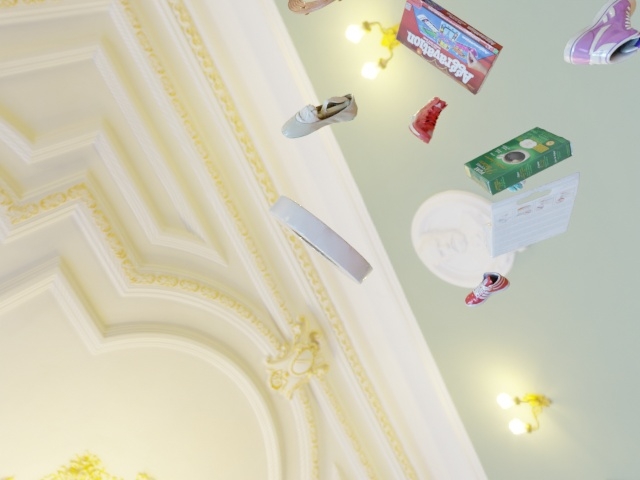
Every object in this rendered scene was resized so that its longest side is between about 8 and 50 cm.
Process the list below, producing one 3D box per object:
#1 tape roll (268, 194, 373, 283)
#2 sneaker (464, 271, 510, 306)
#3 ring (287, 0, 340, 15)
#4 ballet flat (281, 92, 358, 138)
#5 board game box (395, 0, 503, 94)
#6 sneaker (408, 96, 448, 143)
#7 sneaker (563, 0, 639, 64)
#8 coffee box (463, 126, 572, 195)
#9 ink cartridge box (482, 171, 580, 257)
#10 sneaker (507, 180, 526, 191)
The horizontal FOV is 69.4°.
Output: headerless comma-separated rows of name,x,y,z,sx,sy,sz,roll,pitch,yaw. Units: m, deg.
tape roll,0.000,0.000,1.503,0.392,0.392,0.072,40,-94,-31
sneaker,0.396,0.117,1.127,0.067,0.118,0.042,33,-151,-44
ring,0.030,-0.941,1.707,0.032,0.337,0.336,51,-130,-42
ballet flat,-0.002,-0.374,1.358,0.249,0.086,0.086,-23,-81,-17
board game box,0.325,-0.516,1.208,0.281,0.145,0.027,42,-114,16
sneaker,0.373,-0.425,1.584,0.087,0.128,0.221,30,-147,-17
sneaker,0.819,-0.564,1.259,0.282,0.161,0.102,-45,-48,-12
coffee box,0.412,-0.170,0.978,0.040,0.184,0.113,62,-179,-32
ink cartridge box,0.757,-0.104,1.699,0.385,0.309,0.091,59,-167,-54
sneaker,0.558,-0.209,1.287,0.065,0.076,0.166,34,-88,7
